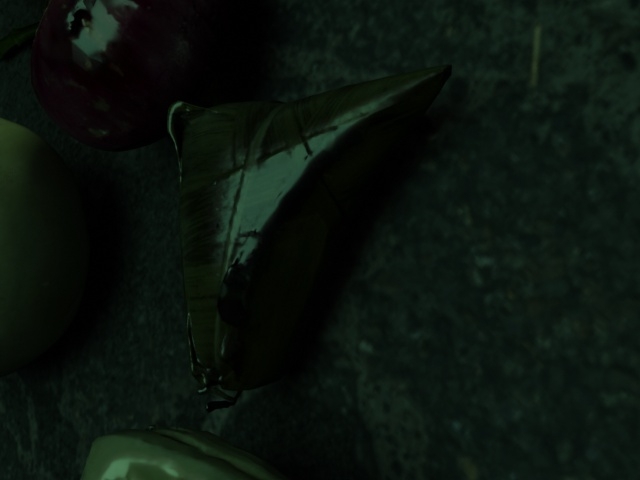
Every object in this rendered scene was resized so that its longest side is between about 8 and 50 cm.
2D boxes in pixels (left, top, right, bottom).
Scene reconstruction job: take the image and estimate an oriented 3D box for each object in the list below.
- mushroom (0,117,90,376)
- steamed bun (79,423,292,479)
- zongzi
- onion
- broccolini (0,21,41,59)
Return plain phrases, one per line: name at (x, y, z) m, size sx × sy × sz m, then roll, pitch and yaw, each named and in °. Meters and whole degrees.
mushroom at (-0.302, -0.010, 0.812) m, size 0.246 × 0.202 × 0.246 m, roll 6°, pitch 120°, yaw 11°
steamed bun at (-0.074, 0.290, 0.531) m, size 0.394 × 0.237 × 0.347 m, roll 127°, pitch 164°, yaw -60°
zongzi at (0.000, 0.003, 0.617) m, size 0.204 × 0.094 × 0.205 m, roll -7°, pitch 82°, yaw 31°
onion at (-0.132, -0.149, 0.712) m, size 0.177 × 0.153 × 0.177 m, roll -176°, pitch 90°, yaw -66°
broccolini at (-0.325, -0.183, 0.959) m, size 0.218 × 0.044 × 0.042 m, roll -5°, pitch 64°, yaw 34°
